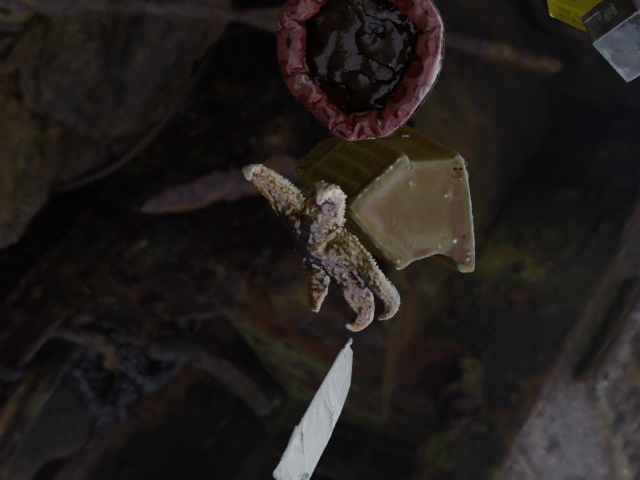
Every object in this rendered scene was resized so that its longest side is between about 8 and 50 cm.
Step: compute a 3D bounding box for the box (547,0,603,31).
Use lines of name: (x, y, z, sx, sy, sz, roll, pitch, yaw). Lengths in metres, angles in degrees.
box: (0.409, -0.262, 1.239, 0.153, 0.279, 0.041, -46, 144, -13)

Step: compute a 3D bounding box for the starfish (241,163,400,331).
starfish: (0.001, -0.002, 1.260, 0.071, 0.238, 0.216, -51, -175, -31)

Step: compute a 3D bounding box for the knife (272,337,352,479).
knife: (-0.024, 0.180, 0.827, 0.047, 0.017, 0.298, 61, 40, -27)

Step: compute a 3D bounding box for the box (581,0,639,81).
box: (0.317, -0.212, 1.143, 0.063, 0.084, 0.060, -37, -142, 25)

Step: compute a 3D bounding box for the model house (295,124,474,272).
model house: (0.068, -0.067, 1.596, 0.239, 0.268, 0.173, -6, 113, -36)

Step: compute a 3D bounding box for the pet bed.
pet bed: (0.043, -0.214, 1.234, 0.201, 0.201, 0.053, -58, 176, 14)
